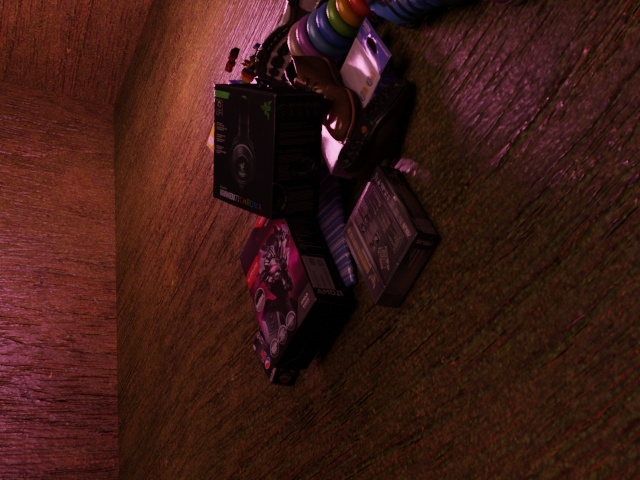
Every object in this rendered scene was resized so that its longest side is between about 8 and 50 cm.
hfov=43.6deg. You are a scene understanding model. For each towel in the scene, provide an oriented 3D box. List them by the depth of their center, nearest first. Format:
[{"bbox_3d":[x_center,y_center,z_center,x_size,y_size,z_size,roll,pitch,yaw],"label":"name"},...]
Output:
[{"bbox_3d":[0.000,0.000,1.879,0.243,0.040,0.336,-44,46,48],"label":"towel"}]

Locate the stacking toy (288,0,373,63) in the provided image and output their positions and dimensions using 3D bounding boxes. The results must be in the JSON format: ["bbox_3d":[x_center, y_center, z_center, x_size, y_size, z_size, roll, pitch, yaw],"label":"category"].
[{"bbox_3d":[0.064,-0.511,1.818,0.330,0.141,0.141,-28,57,52],"label":"stacking toy"}]

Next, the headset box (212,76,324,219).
[{"bbox_3d":[-0.119,-0.213,1.758,0.246,0.131,0.283,23,115,48],"label":"headset box"}]

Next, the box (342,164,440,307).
[{"bbox_3d":[0.133,-0.010,1.583,0.183,0.056,0.231,-64,30,31],"label":"box"}]

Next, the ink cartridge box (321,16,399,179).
[{"bbox_3d":[0.083,-0.313,1.776,0.185,0.065,0.311,-111,37,-47],"label":"ink cartridge box"}]

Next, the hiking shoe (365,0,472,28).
[{"bbox_3d":[0.201,-0.484,1.579,0.304,0.113,0.132,29,152,48],"label":"hiking shoe"}]

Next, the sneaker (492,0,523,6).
[{"bbox_3d":[0.320,-0.501,1.261,0.282,0.161,0.102,-54,35,40],"label":"sneaker"}]

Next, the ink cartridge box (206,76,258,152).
[{"bbox_3d":[-0.235,-0.375,2.418,0.303,0.072,0.307,48,124,57],"label":"ink cartridge box"}]

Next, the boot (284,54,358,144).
[{"bbox_3d":[-0.003,-0.313,1.759,0.112,0.115,0.305,-61,33,30],"label":"boot"}]

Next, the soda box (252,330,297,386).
[{"bbox_3d":[-0.112,0.288,1.966,0.169,0.060,0.053,51,126,57],"label":"soda box"}]

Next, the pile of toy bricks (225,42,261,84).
[{"bbox_3d":[-0.197,-0.470,2.232,0.105,0.118,0.212,-64,-6,32],"label":"pile of toy bricks"}]

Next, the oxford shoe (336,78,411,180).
[{"bbox_3d":[0.126,-0.225,1.643,0.227,0.096,0.083,-58,33,0],"label":"oxford shoe"}]

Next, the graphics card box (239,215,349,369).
[{"bbox_3d":[-0.072,0.085,1.849,0.232,0.094,0.371,-58,38,33],"label":"graphics card box"}]

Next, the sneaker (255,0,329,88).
[{"bbox_3d":[-0.039,-0.567,2.068,0.410,0.158,0.182,-59,7,38],"label":"sneaker"}]
